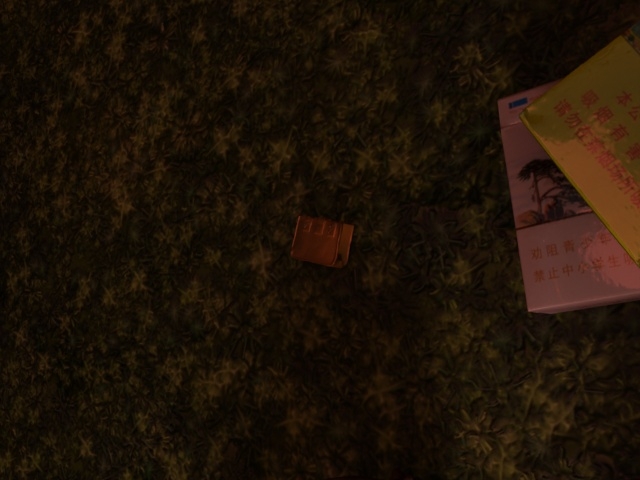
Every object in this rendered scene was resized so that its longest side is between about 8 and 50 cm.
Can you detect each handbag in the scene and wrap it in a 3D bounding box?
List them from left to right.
[{"bbox_3d":[0.000,0.000,1.077,0.083,0.027,0.061,13,92,40],"label":"handbag"}]

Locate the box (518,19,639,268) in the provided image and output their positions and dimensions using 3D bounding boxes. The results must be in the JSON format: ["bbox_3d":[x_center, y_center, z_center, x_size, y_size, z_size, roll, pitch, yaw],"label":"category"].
[{"bbox_3d":[0.368,-0.146,0.740,0.335,0.047,0.187,-38,66,13],"label":"box"}]

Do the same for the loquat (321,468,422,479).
[{"bbox_3d":[0.043,0.342,0.880,0.213,0.213,0.246,41,108,35],"label":"loquat"}]

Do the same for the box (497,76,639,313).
[{"bbox_3d":[0.272,-0.051,0.844,0.149,0.067,0.233,-14,75,34],"label":"box"}]
